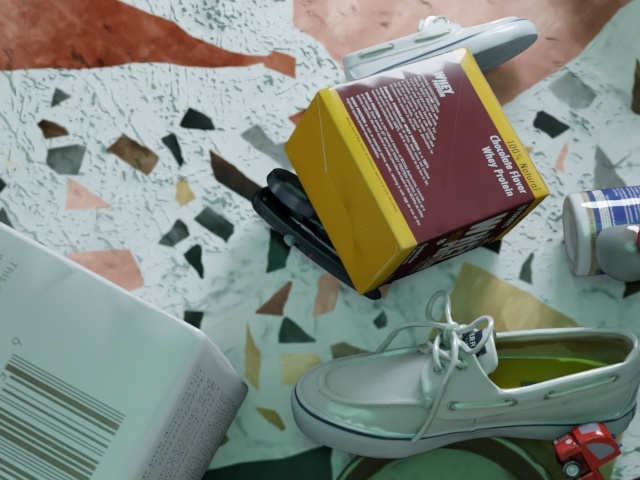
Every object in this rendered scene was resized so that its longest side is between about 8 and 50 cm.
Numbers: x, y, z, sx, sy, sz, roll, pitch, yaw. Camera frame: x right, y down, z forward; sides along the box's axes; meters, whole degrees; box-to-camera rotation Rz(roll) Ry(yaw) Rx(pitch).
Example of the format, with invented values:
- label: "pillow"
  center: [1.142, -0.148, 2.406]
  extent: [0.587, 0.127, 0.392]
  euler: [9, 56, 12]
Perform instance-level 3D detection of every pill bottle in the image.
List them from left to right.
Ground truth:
- label: "pill bottle"
  center: [0.357, -0.015, 1.391]
  extent: [0.169, 0.094, 0.094]
  euler: [-6, 75, 0]

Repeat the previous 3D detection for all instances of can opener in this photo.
- label: "can opener"
  center: [0.000, 0.000, 1.418]
  extent: [0.186, 0.073, 0.059]
  euler: [44, 73, 2]

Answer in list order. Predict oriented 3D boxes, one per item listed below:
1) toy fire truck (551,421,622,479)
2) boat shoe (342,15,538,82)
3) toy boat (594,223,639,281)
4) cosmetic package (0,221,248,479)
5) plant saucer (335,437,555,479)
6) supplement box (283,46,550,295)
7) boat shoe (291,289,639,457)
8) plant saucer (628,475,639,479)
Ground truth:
- label: "toy fire truck"
  center: [0.335, 0.255, 1.293]
  extent: [0.135, 0.047, 0.192]
  euler: [-30, 97, 5]
- label: "boat shoe"
  center: [0.133, -0.222, 1.457]
  extent: [0.226, 0.083, 0.076]
  euler: [-20, 77, -3]
- label: "toy boat"
  center: [0.419, 0.092, 1.301]
  extent: [0.318, 0.148, 0.267]
  euler: [49, 59, -11]
- label: "cosmetic package"
  center: [-0.297, 0.185, 1.203]
  extent: [0.327, 0.394, 0.329]
  euler: [26, 78, 8]
- label: "plant saucer"
  center: [0.132, 0.330, 1.336]
  extent: [0.277, 0.041, 0.278]
  euler: [-1, 76, 2]
- label: "supplement box"
  center: [0.100, -0.076, 1.366]
  extent: [0.194, 0.129, 0.191]
  euler: [-21, 75, -26]
- label: "boat shoe"
  center: [0.153, 0.129, 1.306]
  extent: [0.367, 0.156, 0.136]
  euler: [0, 41, 0]
- label: "plant saucer"
  center: [0.363, 0.328, 1.336]
  extent: [0.168, 0.029, 0.169]
  euler: [0, 76, 2]
